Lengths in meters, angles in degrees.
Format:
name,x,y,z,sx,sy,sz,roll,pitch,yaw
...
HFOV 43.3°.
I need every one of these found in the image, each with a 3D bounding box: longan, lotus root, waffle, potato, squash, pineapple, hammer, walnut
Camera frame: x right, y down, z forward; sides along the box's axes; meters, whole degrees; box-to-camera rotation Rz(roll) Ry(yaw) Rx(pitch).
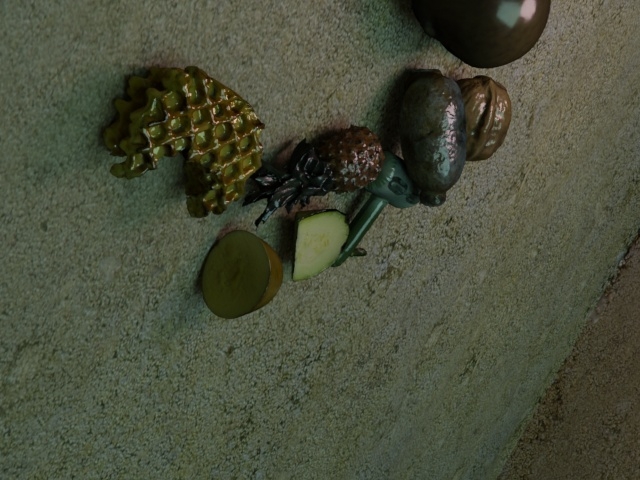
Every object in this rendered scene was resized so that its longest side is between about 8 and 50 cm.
name,x,y,z,sx,sy,sz,roll,pitch,yaw
longan,0.368,-0.550,1.844,0.319,0.319,0.319,-24,131,-31
lotus root,0.283,-0.255,1.992,0.175,0.175,0.349,-9,97,-41
waffle,-0.257,-0.197,1.597,0.261,0.151,0.324,-54,141,4
potato,-0.162,0.086,1.881,0.158,0.178,0.203,17,79,-64
squash,-0.018,-0.010,2.002,0.184,0.085,0.192,-19,129,-39
pineapple,-0.021,-0.155,1.851,0.364,0.165,0.165,-23,130,-29
hammer,0.120,-0.070,2.088,0.335,0.119,0.206,-53,140,8
walnut,0.403,-0.321,2.124,0.198,0.198,0.245,-16,136,-37

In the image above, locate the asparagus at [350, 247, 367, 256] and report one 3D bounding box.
name,x,y,z,sx,sy,sz,roll,pitch,yaw
asparagus,0.083,0.032,2.177,0.108,0.021,0.025,0,112,-44
